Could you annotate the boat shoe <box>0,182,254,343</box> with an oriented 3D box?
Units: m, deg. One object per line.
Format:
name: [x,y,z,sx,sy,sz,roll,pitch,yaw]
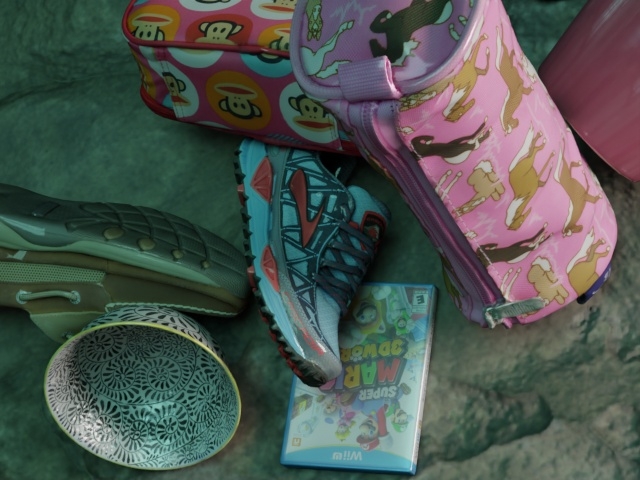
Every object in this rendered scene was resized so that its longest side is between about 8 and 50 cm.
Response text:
boat shoe: [-0.215,0.030,1.685,0.324,0.123,0.116,12,107,15]

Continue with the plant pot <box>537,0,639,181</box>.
plant pot: [0.286,-0.152,1.528,0.180,0.201,0.201,-41,60,18]

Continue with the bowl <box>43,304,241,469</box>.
bowl: [-0.147,0.111,1.609,0.170,0.170,0.080,-11,35,16]

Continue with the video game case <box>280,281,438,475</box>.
video game case: [0.034,0.116,1.601,0.119,0.015,0.166,1,70,20]

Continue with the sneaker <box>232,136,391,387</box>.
sneaker: [0.000,0.000,1.597,0.125,0.104,0.262,-16,55,7]

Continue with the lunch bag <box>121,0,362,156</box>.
lunch bag: [-0.004,-0.205,1.662,0.293,0.120,0.258,13,50,24]

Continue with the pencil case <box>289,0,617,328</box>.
pencil case: [0.109,-0.077,1.439,0.160,0.386,0.167,-33,52,4]
